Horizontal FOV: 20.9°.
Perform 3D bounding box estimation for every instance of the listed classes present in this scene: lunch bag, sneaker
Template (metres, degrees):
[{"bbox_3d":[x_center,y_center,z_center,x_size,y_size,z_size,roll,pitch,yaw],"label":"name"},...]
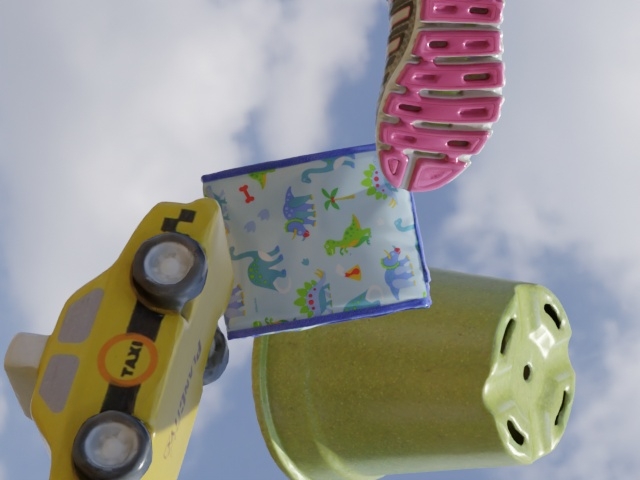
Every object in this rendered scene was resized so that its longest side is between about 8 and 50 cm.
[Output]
[{"bbox_3d":[0.000,0.000,1.289,0.151,0.096,0.129,-12,-93,13],"label":"lunch bag"},{"bbox_3d":[0.060,-0.110,0.892,0.075,0.063,0.170,-110,-156,-63],"label":"sneaker"}]

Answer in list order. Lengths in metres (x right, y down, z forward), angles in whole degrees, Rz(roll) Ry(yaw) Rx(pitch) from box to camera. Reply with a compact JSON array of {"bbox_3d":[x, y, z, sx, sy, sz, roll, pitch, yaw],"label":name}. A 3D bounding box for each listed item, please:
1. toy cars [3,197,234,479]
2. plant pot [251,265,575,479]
[{"bbox_3d":[-0.115,0.171,0.836,0.087,0.176,0.394,9,-78,10],"label":"toy cars"},{"bbox_3d":[0.111,0.133,1.780,0.254,0.276,0.276,0,-79,36],"label":"plant pot"}]
